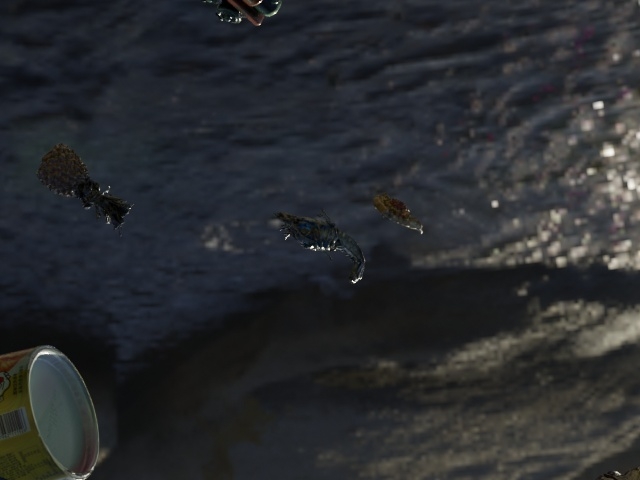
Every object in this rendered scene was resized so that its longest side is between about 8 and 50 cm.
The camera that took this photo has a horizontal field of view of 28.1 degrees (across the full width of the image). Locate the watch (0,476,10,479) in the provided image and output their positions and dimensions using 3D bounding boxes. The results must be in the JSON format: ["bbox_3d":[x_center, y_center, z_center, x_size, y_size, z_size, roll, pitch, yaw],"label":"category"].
[{"bbox_3d":[-0.362,0.344,1.402,0.171,0.196,0.200,10,136,5],"label":"watch"}]

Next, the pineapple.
[{"bbox_3d":[-0.273,-0.060,1.502,0.124,0.058,0.058,36,153,-4],"label":"pineapple"}]

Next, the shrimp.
[{"bbox_3d":[0.003,-0.003,2.062,0.174,0.076,0.082,35,164,-12],"label":"shrimp"}]

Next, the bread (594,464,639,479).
[{"bbox_3d":[0.188,0.372,1.175,0.325,0.167,0.277,-18,149,-33],"label":"bread"}]

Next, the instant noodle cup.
[{"bbox_3d":[-0.457,0.275,1.857,0.200,0.264,0.264,-20,157,12],"label":"instant noodle cup"}]

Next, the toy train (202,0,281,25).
[{"bbox_3d":[-0.077,-0.224,1.103,0.064,0.044,0.103,6,157,43],"label":"toy train"}]

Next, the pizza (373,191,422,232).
[{"bbox_3d":[0.105,-0.039,1.685,0.078,0.025,0.083,28,-168,-10],"label":"pizza"}]
